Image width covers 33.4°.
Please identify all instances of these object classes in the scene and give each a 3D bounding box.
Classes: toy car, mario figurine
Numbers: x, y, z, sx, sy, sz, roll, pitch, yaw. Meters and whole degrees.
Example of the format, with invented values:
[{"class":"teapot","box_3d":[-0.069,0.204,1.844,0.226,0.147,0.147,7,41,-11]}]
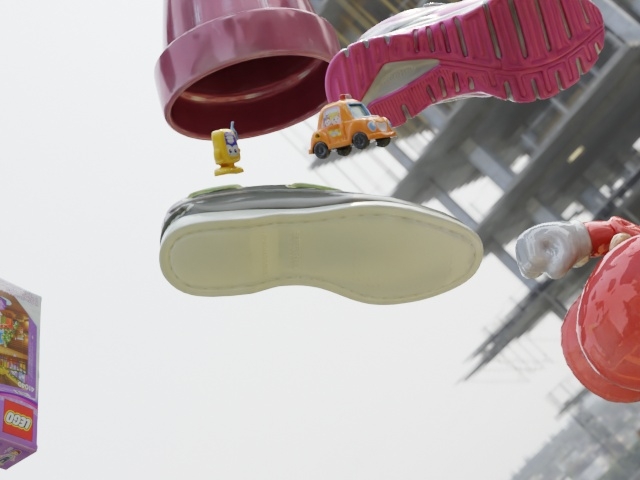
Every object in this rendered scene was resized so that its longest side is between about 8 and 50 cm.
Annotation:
[{"class":"toy car","box_3d":[-0.010,-0.072,0.695,0.122,0.040,0.060,-12,1,-39]},{"class":"mario figurine","box_3d":[0.277,0.056,0.885,0.320,0.198,0.170,-21,-69,-56]}]

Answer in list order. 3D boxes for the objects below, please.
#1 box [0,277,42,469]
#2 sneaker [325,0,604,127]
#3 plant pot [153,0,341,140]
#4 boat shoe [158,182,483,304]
[{"class":"box","box_3d":[-0.417,0.096,1.082,0.057,0.201,0.293,-32,-43,26]},{"class":"sneaker","box_3d":[0.124,-0.174,0.957,0.252,0.103,0.111,-11,21,0]},{"class":"plant pot","box_3d":[-0.087,-0.228,1.138,0.201,0.180,0.201,-13,-17,-4]},{"class":"boat shoe","box_3d":[0.000,-0.004,1.015,0.305,0.091,0.109,1,-62,-9]}]
